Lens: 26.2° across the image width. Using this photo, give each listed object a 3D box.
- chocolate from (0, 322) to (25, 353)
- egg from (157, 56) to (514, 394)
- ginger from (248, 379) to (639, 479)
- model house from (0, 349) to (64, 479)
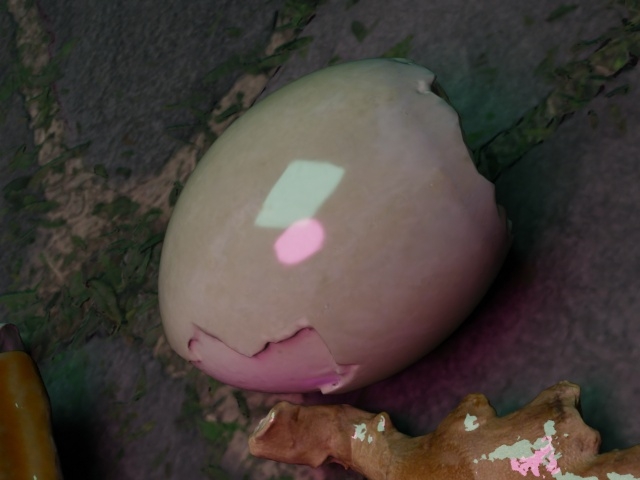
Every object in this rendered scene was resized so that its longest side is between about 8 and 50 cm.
[{"bbox_3d":[-0.362,0.104,1.037,0.291,0.110,0.110,-8,58,16],"label":"chocolate"},{"bbox_3d":[0.000,0.000,0.818,0.217,0.183,0.183,-29,50,5],"label":"egg"},{"bbox_3d":[0.093,0.117,0.761,0.288,0.075,0.089,4,87,29],"label":"ginger"},{"bbox_3d":[-0.264,0.201,0.891,0.239,0.173,0.268,-24,57,9],"label":"model house"}]
